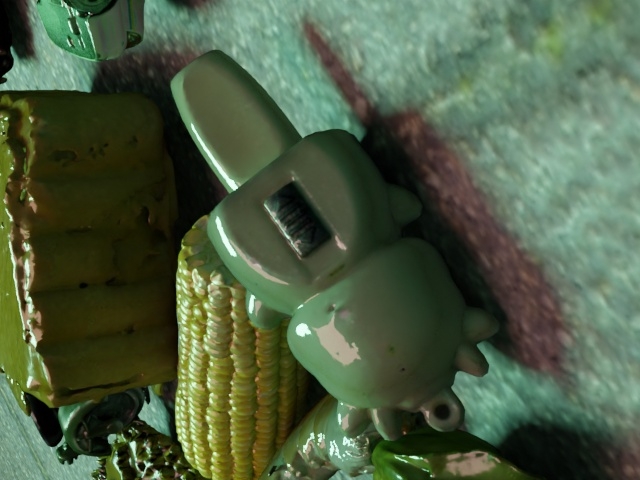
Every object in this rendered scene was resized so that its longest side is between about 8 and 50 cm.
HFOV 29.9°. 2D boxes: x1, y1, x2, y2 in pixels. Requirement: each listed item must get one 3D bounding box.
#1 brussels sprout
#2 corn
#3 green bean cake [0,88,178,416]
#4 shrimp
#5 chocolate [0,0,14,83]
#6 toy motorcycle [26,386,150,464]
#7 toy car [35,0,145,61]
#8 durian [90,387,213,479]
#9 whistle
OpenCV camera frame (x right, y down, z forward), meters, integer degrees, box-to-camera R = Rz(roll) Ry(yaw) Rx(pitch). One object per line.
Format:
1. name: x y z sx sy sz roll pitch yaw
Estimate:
1. brussels sprout: 0.082 0.159 0.641 0.139 0.100 0.181 53 179 14
2. corn: -0.050 0.076 0.804 0.093 0.093 0.244 46 148 30
3. green bean cake: -0.187 -0.002 0.891 0.229 0.131 0.224 19 114 62
4. shrimp: -0.012 0.162 0.744 0.049 0.166 0.161 39 156 -12
5. chocolate: -0.324 -0.191 1.043 0.156 0.156 0.133 27 165 50
6. toy motorcycle: -0.251 0.067 1.098 0.205 0.127 0.275 54 157 42
7. toy car: -0.149 -0.223 0.721 0.090 0.076 0.224 27 129 52
8. durian: -0.178 0.270 1.170 0.193 0.138 0.237 -9 105 62
9. whistle: 0.000 0.000 0.638 0.244 0.110 0.092 53 -173 15
